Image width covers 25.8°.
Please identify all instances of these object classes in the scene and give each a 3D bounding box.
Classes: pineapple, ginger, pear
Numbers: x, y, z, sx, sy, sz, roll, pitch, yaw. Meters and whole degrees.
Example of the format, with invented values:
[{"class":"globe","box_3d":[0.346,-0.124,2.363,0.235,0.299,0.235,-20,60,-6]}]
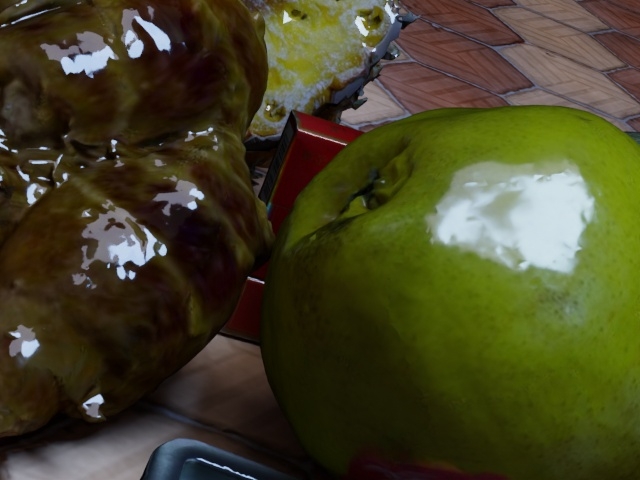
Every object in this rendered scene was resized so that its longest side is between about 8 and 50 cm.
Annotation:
[{"class":"pineapple","box_3d":[-0.093,-0.211,1.188,0.353,0.352,0.300,19,3,-9]},{"class":"ginger","box_3d":[-0.155,-0.040,0.897,0.274,0.152,0.357,21,63,-40]},{"class":"pear","box_3d":[0.123,0.065,0.925,0.375,0.287,0.287,36,13,-36]}]

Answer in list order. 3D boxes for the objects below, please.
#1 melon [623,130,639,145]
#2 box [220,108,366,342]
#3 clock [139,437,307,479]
[{"class":"melon","box_3d":[0.271,0.032,1.149,0.302,0.237,0.237,24,24,3]},{"class":"box","box_3d":[0.000,0.001,1.052,0.112,0.175,0.048,15,22,-15]},{"class":"clock","box_3d":[0.015,0.232,0.740,0.279,0.049,0.273,21,23,-5]}]
